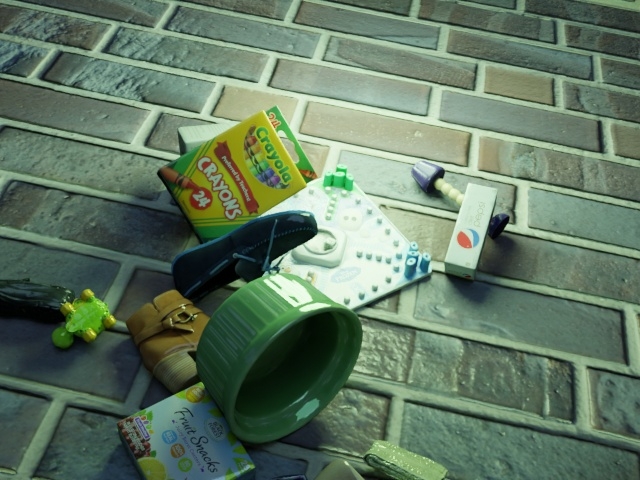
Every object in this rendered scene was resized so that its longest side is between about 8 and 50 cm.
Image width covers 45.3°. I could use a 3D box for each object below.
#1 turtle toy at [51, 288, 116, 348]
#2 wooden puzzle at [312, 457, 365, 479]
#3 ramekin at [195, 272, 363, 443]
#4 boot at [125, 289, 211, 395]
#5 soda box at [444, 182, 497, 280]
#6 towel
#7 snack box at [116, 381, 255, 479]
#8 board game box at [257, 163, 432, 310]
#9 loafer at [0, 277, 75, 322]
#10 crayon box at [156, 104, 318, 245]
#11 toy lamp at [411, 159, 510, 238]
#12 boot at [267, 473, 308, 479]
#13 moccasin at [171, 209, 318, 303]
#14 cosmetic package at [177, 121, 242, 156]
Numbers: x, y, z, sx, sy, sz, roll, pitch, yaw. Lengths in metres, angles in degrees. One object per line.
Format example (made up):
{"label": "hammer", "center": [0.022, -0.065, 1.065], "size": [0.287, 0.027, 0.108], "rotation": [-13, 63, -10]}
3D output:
{"label": "turtle toy", "center": [-0.483, 0.167, 1.548], "size": [0.130, 0.066, 0.095], "rotation": [-38, 85, -32]}
{"label": "wooden puzzle", "center": [0.022, 0.555, 1.162], "size": [0.322, 0.080, 0.348], "rotation": [-43, 60, -10]}
{"label": "ramekin", "center": [-0.082, 0.207, 1.412], "size": [0.303, 0.304, 0.148], "rotation": [-28, 48, -29]}
{"label": "boot", "center": [-0.234, 0.180, 1.559], "size": [0.283, 0.109, 0.220], "rotation": [-31, 53, -22]}
{"label": "soda box", "center": [0.350, -0.021, 1.782], "size": [0.073, 0.069, 0.216], "rotation": [14, 66, 16]}
{"label": "towel", "center": [0.155, 0.407, 1.392], "size": [0.148, 0.027, 0.110], "rotation": [19, 7, 15]}
{"label": "snack box", "center": [-0.241, 0.381, 1.375], "size": [0.174, 0.070, 0.207], "rotation": [-23, 54, -25]}
{"label": "board game box", "center": [0.000, 0.000, 1.780], "size": [0.389, 0.050, 0.390], "rotation": [-22, 53, -25]}
{"label": "loafer", "center": [-0.620, 0.114, 1.581], "size": [0.223, 0.076, 0.078], "rotation": [10, 41, -4]}
{"label": "crayon box", "center": [-0.175, -0.149, 1.709], "size": [0.318, 0.081, 0.202], "rotation": [-33, 98, -13]}
{"label": "toy lamp", "center": [0.341, -0.108, 1.912], "size": [0.080, 0.080, 0.274], "rotation": [-32, 61, -32]}
{"label": "boot", "center": [-0.111, 0.449, 1.306], "size": [0.189, 0.086, 0.069], "rotation": [-8, 28, -18]}
{"label": "moccasin", "center": [-0.151, 0.046, 1.624], "size": [0.341, 0.137, 0.117], "rotation": [-25, 60, 20]}
{"label": "cosmetic package", "center": [-0.236, -0.191, 1.831], "size": [0.183, 0.151, 0.151], "rotation": [-7, 23, -15]}
